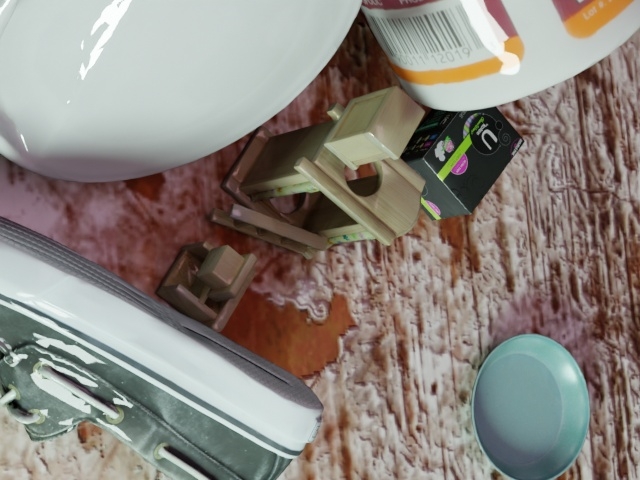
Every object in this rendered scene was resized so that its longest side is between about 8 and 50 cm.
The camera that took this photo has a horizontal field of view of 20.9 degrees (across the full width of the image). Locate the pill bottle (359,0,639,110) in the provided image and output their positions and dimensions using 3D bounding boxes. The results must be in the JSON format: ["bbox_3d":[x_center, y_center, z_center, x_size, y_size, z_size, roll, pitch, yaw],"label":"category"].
[{"bbox_3d":[0.072,-0.307,1.213,0.224,0.224,0.392,-46,120,-27],"label":"pill bottle"}]

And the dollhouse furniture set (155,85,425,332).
[{"bbox_3d":[0.000,0.000,1.198,0.101,0.182,0.161,40,66,-22],"label":"dollhouse furniture set"}]

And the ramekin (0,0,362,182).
[{"bbox_3d":[-0.116,-0.171,1.107,0.273,0.273,0.127,-11,56,-32],"label":"ramekin"}]

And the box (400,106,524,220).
[{"bbox_3d":[0.105,-0.067,1.348,0.062,0.052,0.083,47,62,-19],"label":"box"}]

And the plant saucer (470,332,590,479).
[{"bbox_3d":[0.162,0.134,1.381,0.119,0.021,0.119,3,84,-32],"label":"plant saucer"}]

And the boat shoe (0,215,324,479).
[{"bbox_3d":[-0.158,0.081,1.129,0.335,0.121,0.119,31,93,-14],"label":"boat shoe"}]
